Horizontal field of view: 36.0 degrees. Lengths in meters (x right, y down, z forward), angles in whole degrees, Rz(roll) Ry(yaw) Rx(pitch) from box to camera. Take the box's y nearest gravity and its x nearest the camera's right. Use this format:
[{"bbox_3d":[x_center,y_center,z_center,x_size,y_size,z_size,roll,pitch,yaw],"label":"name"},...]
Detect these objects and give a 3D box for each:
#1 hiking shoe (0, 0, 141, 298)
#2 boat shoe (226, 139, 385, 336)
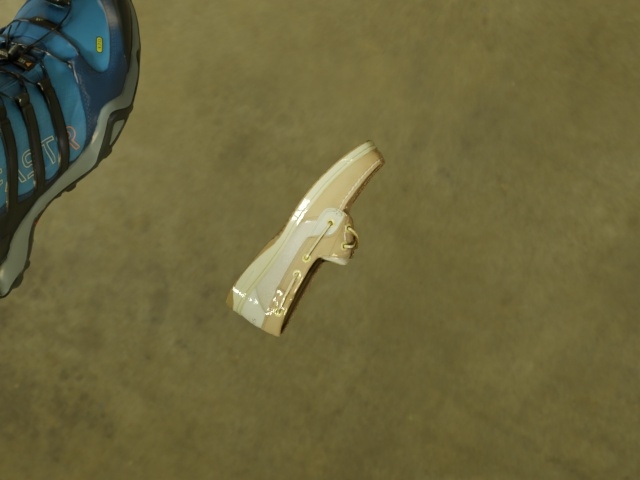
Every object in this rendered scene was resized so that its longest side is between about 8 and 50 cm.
[{"bbox_3d":[-0.217,-0.084,0.679,0.113,0.132,0.304,15,70,13],"label":"hiking shoe"},{"bbox_3d":[0.000,0.000,0.607,0.045,0.050,0.135,40,95,9],"label":"boat shoe"}]
